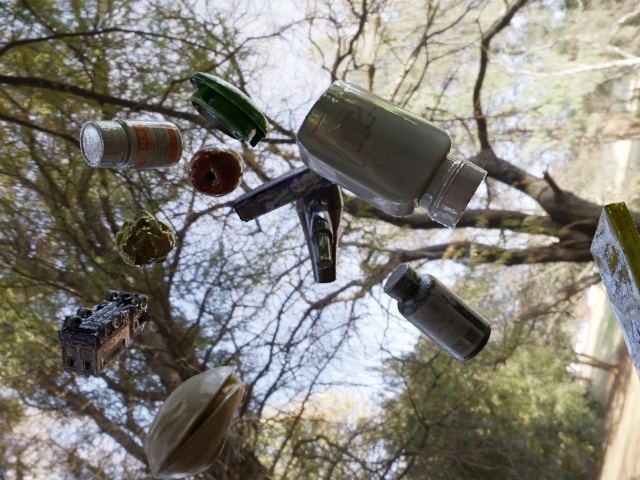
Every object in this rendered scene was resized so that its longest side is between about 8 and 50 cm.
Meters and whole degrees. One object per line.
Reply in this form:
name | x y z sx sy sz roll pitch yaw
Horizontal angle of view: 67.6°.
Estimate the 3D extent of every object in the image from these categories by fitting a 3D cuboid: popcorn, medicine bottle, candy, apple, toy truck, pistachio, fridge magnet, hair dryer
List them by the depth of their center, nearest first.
medicine bottle | 0.116 -0.137 0.792 0.161 0.296 0.111 -57 -15 -13
candy | -0.044 -0.126 1.044 0.061 0.312 0.088 62 -159 -17
fridge magnet | -0.203 -0.289 1.054 0.088 0.208 0.208 -55 -37 -4
hair dryer | 0.000 0.000 1.096 0.361 0.121 0.301 -88 -7 -72
medicine bottle | 0.309 0.188 1.292 0.293 0.141 0.141 39 -121 -7
toy truck | -0.589 0.249 1.330 0.268 0.124 0.155 -57 -27 -71
medicine bottle | -0.530 -0.271 1.354 0.252 0.144 0.145 -16 -68 -50
apple | -0.345 -0.234 1.583 0.168 0.180 0.181 -93 -6 -62
popcorn | -0.582 -0.005 1.593 0.187 0.185 0.167 -1 -121 -55
pistachio | -0.455 0.668 1.765 0.445 0.281 0.365 -49 1 -28

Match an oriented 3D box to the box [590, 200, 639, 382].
box | 0.539 0.087 0.828 0.153 0.041 0.279 64 -158 -52
